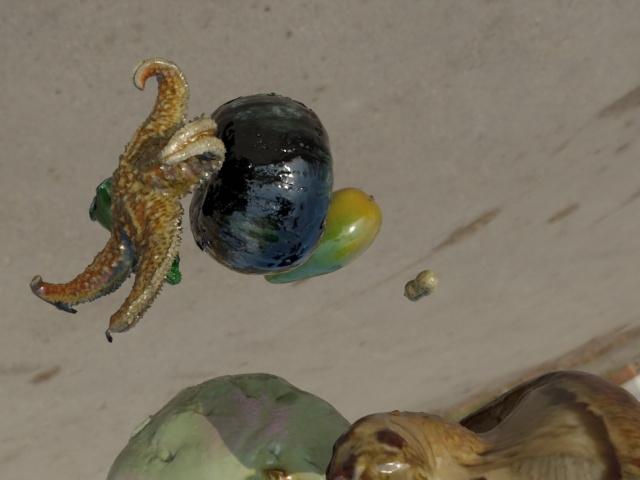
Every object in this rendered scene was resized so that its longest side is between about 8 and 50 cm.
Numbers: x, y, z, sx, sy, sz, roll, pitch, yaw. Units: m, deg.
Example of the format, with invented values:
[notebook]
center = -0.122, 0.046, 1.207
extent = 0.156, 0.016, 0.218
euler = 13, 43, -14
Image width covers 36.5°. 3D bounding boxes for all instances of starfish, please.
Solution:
[starfish]
center = -0.205, -0.042, 1.066
extent = 0.113, 0.312, 0.303
euler = 27, 100, -24

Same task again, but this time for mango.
[mango]
center = 0.000, 0.000, 1.672
extent = 0.251, 0.114, 0.156
euler = -35, -153, 40

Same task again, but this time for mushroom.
[mushroom]
center = 0.146, 0.195, 0.740
extent = 0.267, 0.267, 0.254
euler = -24, 124, -14

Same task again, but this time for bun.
[bun]
center = -0.052, 0.238, 0.883
extent = 0.293, 0.293, 0.187
euler = -17, 148, -32

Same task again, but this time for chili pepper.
[chili pepper]
center = -0.279, -0.002, 1.505
extent = 0.059, 0.227, 0.088
euler = -2, 129, -48

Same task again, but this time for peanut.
[peanut]
center = 0.142, 0.066, 1.385
extent = 0.037, 0.037, 0.083
euler = -19, 173, -29

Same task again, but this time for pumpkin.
[pumpkin]
center = -0.071, -0.067, 1.196
extent = 0.163, 0.233, 0.233
euler = 5, 151, -18
